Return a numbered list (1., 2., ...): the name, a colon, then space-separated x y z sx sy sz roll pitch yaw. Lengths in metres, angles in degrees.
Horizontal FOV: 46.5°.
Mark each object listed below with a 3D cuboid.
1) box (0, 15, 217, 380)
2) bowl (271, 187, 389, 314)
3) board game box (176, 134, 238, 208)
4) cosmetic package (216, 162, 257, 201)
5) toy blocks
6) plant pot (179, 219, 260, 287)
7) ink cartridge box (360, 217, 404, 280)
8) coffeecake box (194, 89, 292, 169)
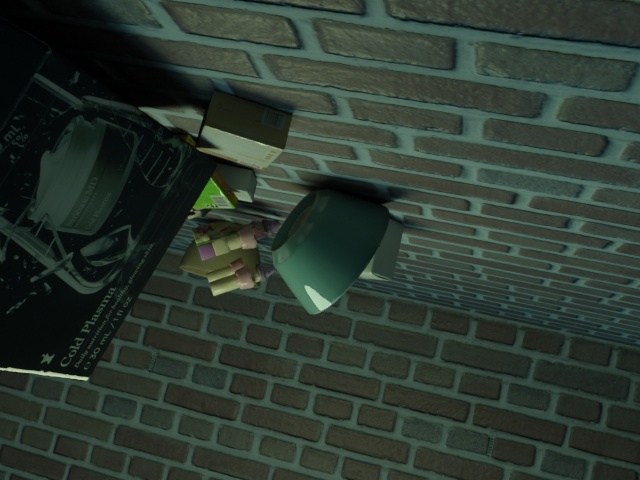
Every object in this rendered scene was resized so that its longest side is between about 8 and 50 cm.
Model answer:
1. box: -0.495 -0.059 1.221 0.297 0.480 0.472 30 179 27
2. bowl: 0.000 0.000 1.737 0.163 0.311 0.311 36 165 -13
3. board game box: -0.296 -0.156 1.667 0.124 0.039 0.259 2 151 26
4. cosmetic package: -0.277 -0.155 1.785 0.239 0.060 0.099 13 171 5
5. toy blocks: -0.238 -0.026 2.179 0.260 0.309 0.288 -18 -172 -9
6. plant pot: -0.330 0.038 2.600 0.284 0.191 0.284 13 170 2
7. ink cartridge box: 0.101 0.017 1.967 0.092 0.159 0.218 21 168 -42
8. coffeecake box: -0.143 -0.194 1.347 0.142 0.068 0.185 16 170 -13
